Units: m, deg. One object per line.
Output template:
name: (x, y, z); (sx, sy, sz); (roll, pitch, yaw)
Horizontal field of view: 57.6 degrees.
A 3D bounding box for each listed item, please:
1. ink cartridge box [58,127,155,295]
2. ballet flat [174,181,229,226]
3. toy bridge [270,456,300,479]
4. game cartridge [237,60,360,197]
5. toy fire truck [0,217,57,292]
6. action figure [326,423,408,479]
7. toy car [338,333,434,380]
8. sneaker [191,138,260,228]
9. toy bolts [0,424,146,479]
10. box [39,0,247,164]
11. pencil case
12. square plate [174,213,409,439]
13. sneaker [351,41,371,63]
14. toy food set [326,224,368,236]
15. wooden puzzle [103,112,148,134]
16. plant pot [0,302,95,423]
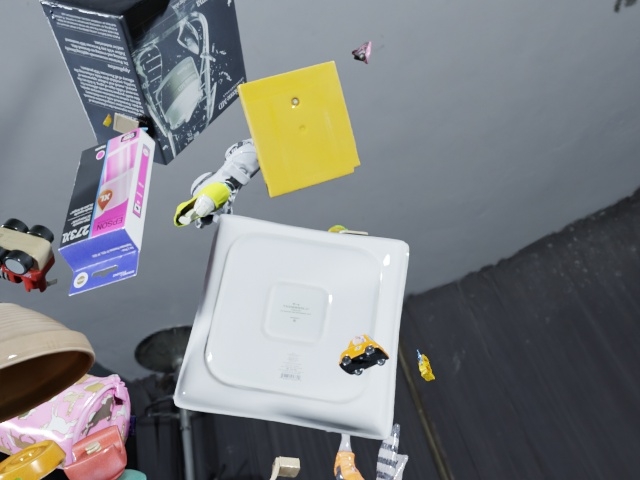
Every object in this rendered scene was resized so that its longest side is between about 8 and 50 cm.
ink cartridge box: (-0.467, -0.071, 1.274); (0.176, 0.371, 0.069); (-16, 146, 17)
ballet flat: (-0.342, -0.092, 1.654); (0.231, 0.077, 0.077); (-23, 120, 41)
toy bridge: (-0.053, 0.364, 0.738); (0.063, 0.188, 0.026); (13, 125, -15)
game cartridge: (-0.055, -0.314, 1.651); (0.285, 0.053, 0.323); (-18, 104, -13)
toy fire truck: (-0.741, 0.058, 1.404); (0.217, 0.158, 0.246); (14, 132, 1)
action figure: (0.065, 0.513, 1.134); (0.178, 0.330, 0.341); (-31, 121, 28)
toy car: (0.078, 0.147, 0.715); (0.122, 0.040, 0.060); (28, 124, -32)
sneaker: (-0.312, -0.187, 2.024); (0.366, 0.210, 0.137); (-33, 130, 25)
toy bolts: (-0.339, 0.365, 0.783); (0.228, 0.218, 0.158); (-22, 97, -8)
box: (-0.487, -0.574, 1.751); (0.297, 0.480, 0.471); (20, 141, 19)
pencil case: (-0.534, 0.304, 1.078); (0.386, 0.160, 0.167); (5, -169, 23)
square plate: (-0.036, 0.125, 0.962); (0.347, 0.344, 0.049); (9, 156, 2)
sneaker: (0.125, -0.577, 1.776); (0.057, 0.119, 0.047); (6, 125, 4)
toy food set: (0.000, 0.000, 1.346); (0.192, 0.038, 0.132); (-23, 165, 28)
wooden puzzle: (-0.541, -0.321, 1.620); (0.116, 0.014, 0.078); (25, 143, -14)
plant pot: (-0.428, 0.157, 0.750); (0.237, 0.109, 0.237); (-30, 164, -9)
